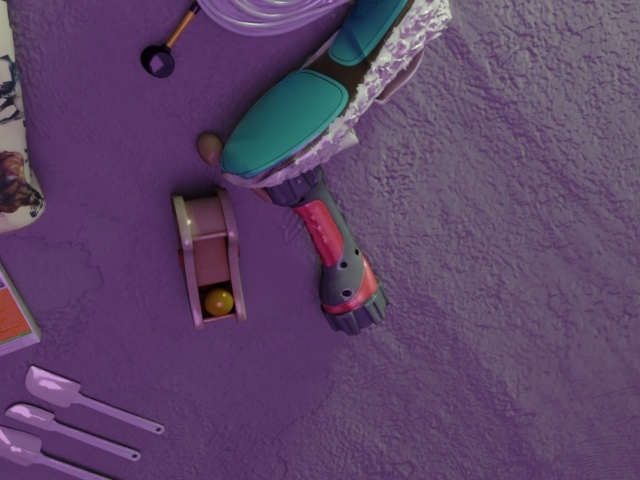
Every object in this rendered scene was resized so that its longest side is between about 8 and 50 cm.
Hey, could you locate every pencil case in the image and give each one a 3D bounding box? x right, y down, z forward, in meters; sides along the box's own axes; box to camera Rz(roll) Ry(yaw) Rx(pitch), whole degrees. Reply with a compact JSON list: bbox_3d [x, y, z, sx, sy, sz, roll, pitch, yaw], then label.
[{"bbox_3d":[-0.447,-0.203,1.348,0.184,0.160,0.410,-21,122,-35],"label":"pencil case"}]

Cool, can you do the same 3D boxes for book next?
[{"bbox_3d":[-0.480,0.100,1.552,0.096,0.035,0.144,-22,117,-1],"label":"book"}]

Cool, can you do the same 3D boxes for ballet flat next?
[{"bbox_3d":[0.041,-0.204,1.470,0.409,0.147,0.147,-48,117,-4],"label":"ballet flat"}]

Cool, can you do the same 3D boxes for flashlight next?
[{"bbox_3d":[0.000,0.000,1.594,0.103,0.103,0.304,-27,119,5],"label":"flashlight"}]

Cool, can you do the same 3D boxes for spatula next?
[{"bbox_3d":[-0.382,0.305,1.683,0.242,0.019,0.168,28,99,-25],"label":"spatula"}]

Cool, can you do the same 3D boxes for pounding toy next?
[{"bbox_3d":[-0.128,-0.007,1.526,0.155,0.154,0.269,-11,117,-10],"label":"pounding toy"}]

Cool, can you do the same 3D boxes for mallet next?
[{"bbox_3d":[-0.173,-0.296,1.432,0.039,0.062,0.189,34,101,-28],"label":"mallet"}]

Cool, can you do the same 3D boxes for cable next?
[{"bbox_3d":[-0.055,-0.382,1.363,0.257,0.089,0.257,-31,140,-2],"label":"cable"}]
